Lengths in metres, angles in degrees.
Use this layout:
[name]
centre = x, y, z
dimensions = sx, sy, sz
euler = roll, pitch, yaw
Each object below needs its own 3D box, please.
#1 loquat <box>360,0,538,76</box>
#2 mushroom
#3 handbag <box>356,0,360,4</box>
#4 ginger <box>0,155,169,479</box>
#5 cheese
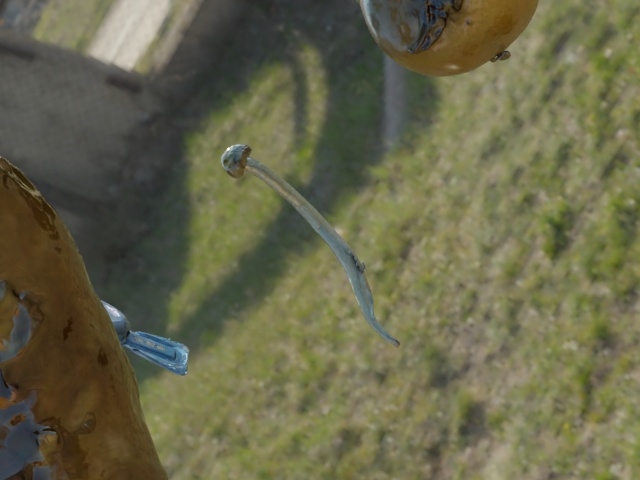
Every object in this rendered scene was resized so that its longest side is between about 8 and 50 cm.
[loquat]
centre = 0.093, -0.190, 0.973
dimensions = 0.141, 0.141, 0.141
euler = -52, 20, 27
[mushroom]
centre = -0.001, 0.001, 1.560
dimensions = 0.068, 0.306, 0.043
euler = -40, -6, -33
[handbag]
centre = 0.083, -0.327, 1.257
dimensions = 0.253, 0.316, 0.109
euler = -30, 59, 20
[ginger]
centre = -0.186, 0.111, 0.788
dimensions = 0.172, 0.165, 0.321
euler = -34, 74, 66
[cheese]
centre = -0.293, 0.122, 1.812
dimensions = 0.135, 0.244, 0.052
euler = -99, 32, -74
